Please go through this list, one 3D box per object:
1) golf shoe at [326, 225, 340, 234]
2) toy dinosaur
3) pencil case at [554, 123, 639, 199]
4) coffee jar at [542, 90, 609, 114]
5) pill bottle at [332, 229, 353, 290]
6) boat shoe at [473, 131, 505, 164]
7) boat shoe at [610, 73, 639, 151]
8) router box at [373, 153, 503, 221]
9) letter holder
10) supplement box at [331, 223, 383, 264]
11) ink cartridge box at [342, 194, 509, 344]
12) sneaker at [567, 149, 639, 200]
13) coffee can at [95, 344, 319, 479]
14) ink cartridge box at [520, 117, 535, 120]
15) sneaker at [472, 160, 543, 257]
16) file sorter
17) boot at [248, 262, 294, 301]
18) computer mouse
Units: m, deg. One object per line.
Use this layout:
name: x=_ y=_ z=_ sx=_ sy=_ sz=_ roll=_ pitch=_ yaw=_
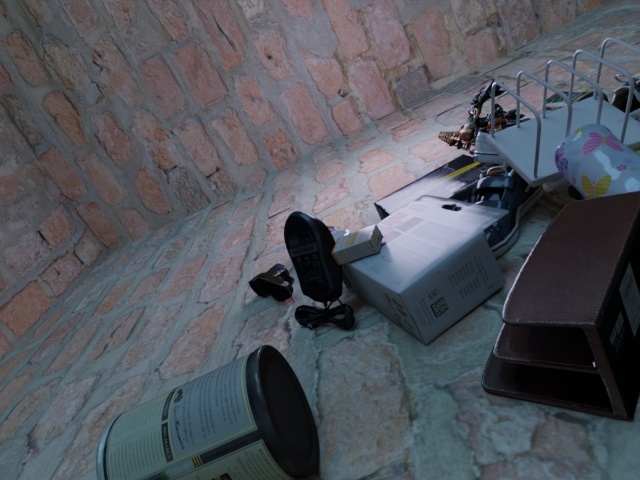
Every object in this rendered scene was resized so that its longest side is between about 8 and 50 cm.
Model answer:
golf shoe: x=0.000 y=0.000 z=1.462 sx=0.120 sy=0.105 sz=0.272 roll=-19 pitch=22 yaw=-21
toy dinosaur: x=0.474 y=-0.337 z=1.413 sx=0.321 sy=0.164 sz=0.219 roll=21 pitch=70 yaw=39
pencil case: x=0.536 y=-0.100 z=0.842 sx=0.123 sy=0.114 sz=0.273 roll=-12 pitch=42 yaw=-6
coffee jar: x=0.757 y=-0.397 z=1.426 sx=0.096 sy=0.079 sz=0.184 roll=-29 pitch=21 yaw=-3
pill bottle: x=0.070 y=0.047 z=1.166 sx=0.078 sy=0.137 sz=0.078 roll=-25 pitch=20 yaw=10
boat shoe: x=0.525 y=-0.237 z=1.204 sx=0.267 sy=0.088 sz=0.096 roll=4 pitch=17 yaw=12
boat shoe: x=0.765 y=-0.338 z=1.161 sx=0.367 sy=0.157 sz=0.136 roll=-33 pitch=21 yaw=-12
router box: x=0.326 y=-0.116 z=1.306 sx=0.308 sy=0.081 sz=0.243 roll=-28 pitch=21 yaw=-1
letter holder: x=0.356 y=0.078 z=0.711 sx=0.214 sy=0.152 sz=0.302 roll=-7 pitch=29 yaw=49
supplement box: x=0.079 y=0.009 z=1.016 sx=0.098 sy=0.036 sz=0.062 roll=-20 pitch=25 yaw=30
ink cartridge box: x=0.218 y=0.037 z=1.007 sx=0.271 sy=0.130 sz=0.309 roll=-34 pitch=21 yaw=-10
sneaker: x=0.618 y=-0.135 z=0.999 sx=0.208 sy=0.082 sz=0.094 roll=-18 pitch=14 yaw=10
coffee can: x=-0.167 y=0.311 z=0.749 sx=0.275 sy=0.202 sz=0.202 roll=-26 pitch=20 yaw=7
ink cartridge box: x=0.652 y=-0.295 z=1.351 sx=0.185 sy=0.065 sz=0.311 roll=-37 pitch=24 yaw=-21
sneaker: x=0.397 y=-0.086 z=1.086 sx=0.126 sy=0.128 sz=0.321 roll=-3 pitch=34 yaw=47
file sorter: x=0.521 y=-0.275 z=1.002 sx=0.277 sy=0.173 sz=0.193 roll=-21 pitch=43 yaw=0
boot: x=-0.116 y=0.106 z=1.350 sx=0.106 sy=0.082 sz=0.219 roll=-42 pitch=22 yaw=-26
computer mouse: x=-0.006 y=0.062 z=1.083 sx=0.072 sy=0.273 sz=0.188 roll=-20 pitch=8 yaw=-42
